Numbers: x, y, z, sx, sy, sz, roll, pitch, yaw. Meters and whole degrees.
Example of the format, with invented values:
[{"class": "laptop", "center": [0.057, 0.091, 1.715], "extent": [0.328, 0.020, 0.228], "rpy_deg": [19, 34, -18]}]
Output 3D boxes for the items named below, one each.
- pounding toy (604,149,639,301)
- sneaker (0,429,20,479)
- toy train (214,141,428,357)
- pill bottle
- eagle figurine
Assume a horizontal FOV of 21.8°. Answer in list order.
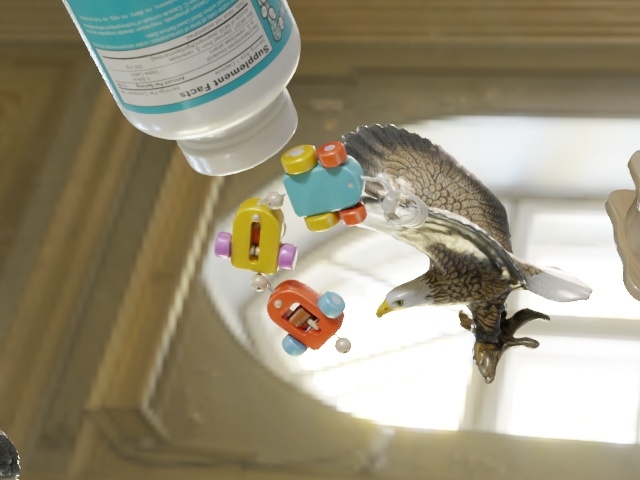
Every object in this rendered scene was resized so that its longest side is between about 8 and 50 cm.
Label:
[{"class": "pounding toy", "center": [0.414, -0.010, 1.762], "extent": [0.269, 0.154, 0.155], "rpy_deg": [-95, 19, -44]}, {"class": "sneaker", "center": [-0.245, 0.157, 0.980], "extent": [0.063, 0.162, 0.073], "rpy_deg": [10, -138, -58]}, {"class": "toy train", "center": [0.000, 0.000, 1.163], "extent": [0.166, 0.125, 0.046], "rpy_deg": [-53, 9, 32]}, {"class": "pill bottle", "center": [-0.105, -0.175, 1.194], "extent": [0.146, 0.146, 0.264], "rpy_deg": [-70, -35, -44]}, {"class": "eagle figurine", "center": [0.149, 0.012, 1.914], "extent": [0.225, 0.226, 0.298], "rpy_deg": [-40, -63, -34]}]
